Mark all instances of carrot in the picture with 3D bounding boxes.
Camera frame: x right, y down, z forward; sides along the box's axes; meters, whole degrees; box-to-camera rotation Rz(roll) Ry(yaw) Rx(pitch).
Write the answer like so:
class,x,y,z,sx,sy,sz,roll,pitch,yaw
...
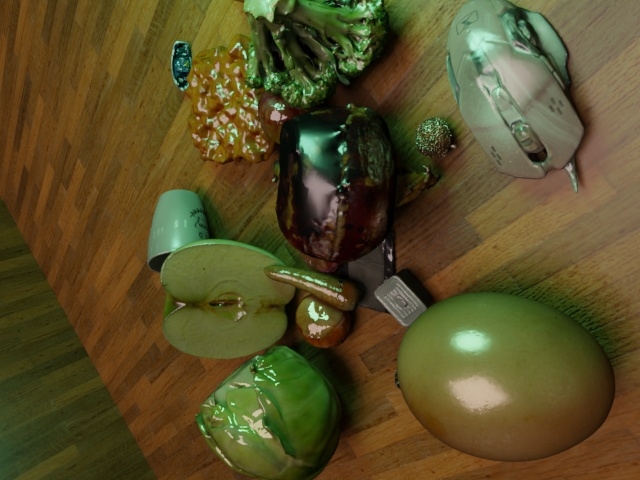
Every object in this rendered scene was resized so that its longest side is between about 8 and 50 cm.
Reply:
class,x,y,z,sx,sy,sz,roll,pitch,yaw
carrot,-0.037,0.107,1.233,0.298,0.078,0.078,16,117,16

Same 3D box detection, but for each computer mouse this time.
class,x,y,z,sx,sy,sz,roll,pitch,yaw
computer mouse,0.331,-0.243,0.833,0.199,0.115,0.389,-31,84,46

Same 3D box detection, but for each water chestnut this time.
class,x,y,z,sx,sy,sz,roll,pitch,yaw
water chestnut,0.073,-0.116,0.999,0.347,0.335,0.335,2,114,-7

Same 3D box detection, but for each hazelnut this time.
class,x,y,z,sx,sy,sz,roll,pitch,yaw
hazelnut,0.011,0.213,1.277,0.150,0.150,0.150,16,115,36

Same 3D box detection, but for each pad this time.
class,x,y,z,sx,sy,sz,roll,pitch,yaw
pad,0.113,0.068,1.199,0.174,0.022,0.233,8,112,38

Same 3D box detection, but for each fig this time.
class,x,y,z,sx,sy,sz,roll,pitch,yaw
fig,-0.057,-0.279,1.163,0.143,0.231,0.160,-36,53,1

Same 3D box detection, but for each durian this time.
class,x,y,z,sx,sy,sz,roll,pitch,yaw
durian,0.233,-0.206,0.962,0.091,0.080,0.080,21,120,15

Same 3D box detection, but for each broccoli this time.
class,x,y,z,sx,sy,sz,roll,pitch,yaw
broccoli,-0.029,-0.422,0.966,0.304,0.283,0.321,41,108,24

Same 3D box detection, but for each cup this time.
class,x,y,z,sx,sy,sz,roll,pitch,yaw
cup,-0.431,-0.013,1.532,0.186,0.258,0.234,-12,62,9

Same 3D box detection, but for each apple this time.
class,x,y,z,sx,sy,sz,roll,pitch,yaw
apple,-0.259,0.166,1.354,0.320,0.360,0.311,121,150,-68

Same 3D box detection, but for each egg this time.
class,x,y,z,sx,sy,sz,roll,pitch,yaw
egg,0.326,0.248,0.887,0.374,0.301,0.301,4,108,38

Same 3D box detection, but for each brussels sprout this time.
class,x,y,z,sx,sy,sz,roll,pitch,yaw
brussels sprout,-0.123,0.504,1.344,0.361,0.342,0.425,51,149,2

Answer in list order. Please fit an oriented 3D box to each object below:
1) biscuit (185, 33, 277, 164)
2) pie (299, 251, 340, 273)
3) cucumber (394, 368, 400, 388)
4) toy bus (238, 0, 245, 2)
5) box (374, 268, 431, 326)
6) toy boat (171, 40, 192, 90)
class,x,y,z,sx,sy,sz,roll,pitch,yaw
biscuit,-0.245,-0.366,1.285,0.312,0.110,0.318,5,109,41
pie,0.000,0.000,1.235,0.182,0.049,0.182,25,122,49
cucumber,0.310,0.337,1.099,0.293,0.067,0.067,0,106,40
toy bus,-0.148,-0.612,1.119,0.201,0.098,0.114,28,122,29
box,0.195,0.129,1.105,0.122,0.069,0.084,48,124,6
toy boat,-0.406,-0.510,1.402,0.061,0.060,0.137,40,127,50
